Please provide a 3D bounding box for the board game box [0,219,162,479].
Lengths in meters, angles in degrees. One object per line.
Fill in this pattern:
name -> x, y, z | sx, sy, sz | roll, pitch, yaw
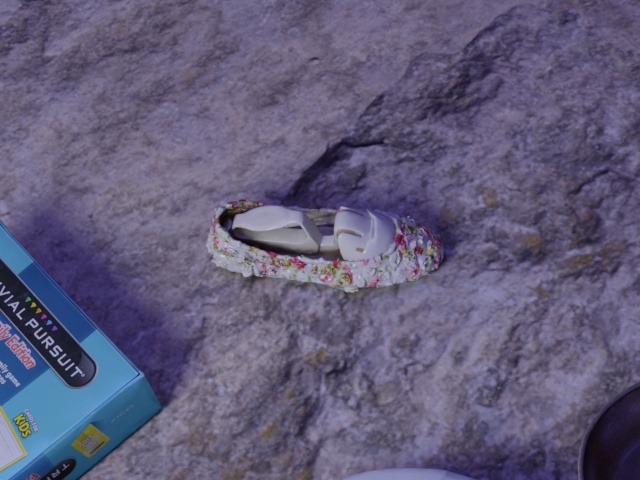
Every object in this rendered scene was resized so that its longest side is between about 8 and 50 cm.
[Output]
board game box -> -0.361, 0.172, 1.280 | 0.336, 0.079, 0.254 | -39, 59, -16

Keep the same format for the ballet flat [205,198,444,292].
ballet flat -> 0.000, 0.000, 1.333 | 0.241, 0.077, 0.091 | 0, 56, 9

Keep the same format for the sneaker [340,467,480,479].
sneaker -> 0.130, 0.257, 1.132 | 0.258, 0.094, 0.091 | 8, 54, 14

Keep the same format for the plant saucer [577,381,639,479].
plant saucer -> 0.363, 0.215, 1.094 | 0.310, 0.050, 0.311 | 0, 35, 0
